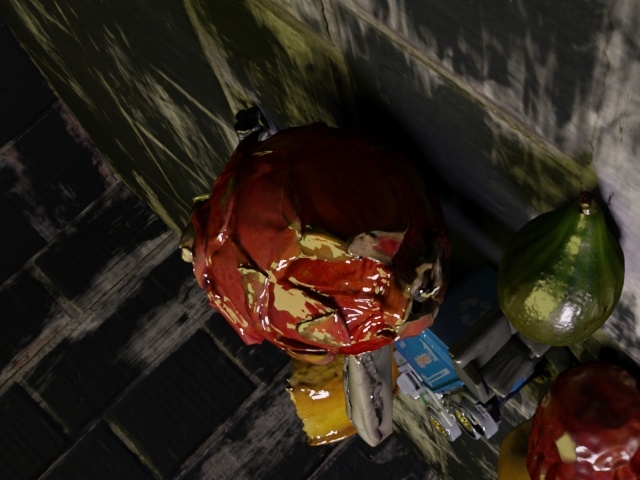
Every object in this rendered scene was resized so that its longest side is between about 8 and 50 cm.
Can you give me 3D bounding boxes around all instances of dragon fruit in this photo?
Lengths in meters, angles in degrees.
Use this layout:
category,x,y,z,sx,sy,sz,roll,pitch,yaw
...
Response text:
category,x,y,z,sx,sy,sz,roll,pitch,yaw
dragon fruit,0.000,0.000,1.157,0.343,0.277,0.277,9,151,28

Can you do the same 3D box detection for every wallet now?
category,x,y,z,sx,sy,sz,roll,pitch,yaw
wallet,0.062,0.123,1.414,0.275,0.068,0.335,-90,-6,-48

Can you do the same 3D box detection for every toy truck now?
category,x,y,z,sx,sy,sz,roll,pitch,yaw
toy truck,0.197,0.153,1.323,0.175,0.146,0.367,52,167,8

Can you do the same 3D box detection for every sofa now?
category,x,y,z,sx,sy,sz,roll,pitch,yaw
sofa,0.207,0.100,1.069,0.060,0.147,0.085,43,170,29

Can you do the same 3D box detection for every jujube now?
category,x,y,z,sx,sy,sz,roll,pitch,yaw
jujube,0.311,0.230,1.157,0.155,0.155,0.230,40,163,29

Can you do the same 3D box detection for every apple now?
category,x,y,z,sx,sy,sz,roll,pitch,yaw
apple,0.323,0.319,1.374,0.155,0.182,0.182,56,167,-12

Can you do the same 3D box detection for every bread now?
category,x,y,z,sx,sy,sz,roll,pitch,yaw
bread,0.049,0.166,1.729,0.194,0.179,0.340,70,-163,-49

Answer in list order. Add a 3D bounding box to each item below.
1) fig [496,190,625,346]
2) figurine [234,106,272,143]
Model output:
category,x,y,z,sx,sy,sz,roll,pitch,yaw
fig,0.221,0.017,0.887,0.117,0.117,0.177,43,147,16
figurine,-0.090,-0.130,1.539,0.149,0.087,0.086,60,-161,-50
